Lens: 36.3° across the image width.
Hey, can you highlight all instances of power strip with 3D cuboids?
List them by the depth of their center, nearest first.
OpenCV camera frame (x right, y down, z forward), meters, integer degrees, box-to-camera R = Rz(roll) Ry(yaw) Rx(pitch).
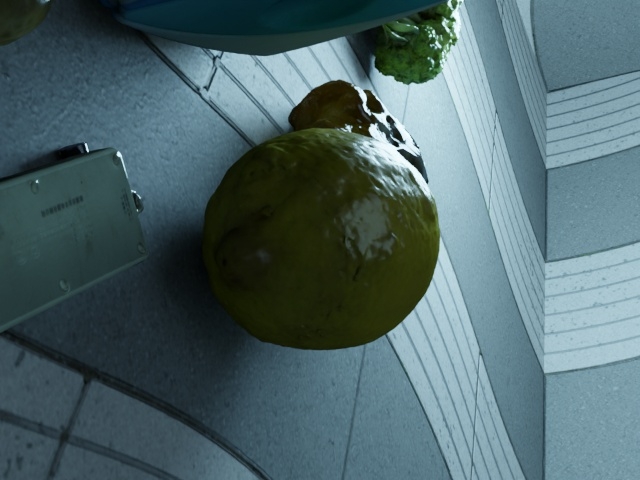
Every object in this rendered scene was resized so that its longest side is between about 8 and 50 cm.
[{"bbox_3d":[-0.250,0.015,0.710,0.367,0.043,0.106,-33,111,-61],"label":"power strip"}]

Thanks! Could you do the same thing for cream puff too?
[{"bbox_3d":[0.052,-0.095,1.331,0.269,0.155,0.241,47,38,-48],"label":"cream puff"}]

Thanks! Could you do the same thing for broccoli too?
[{"bbox_3d":[0.142,-0.437,1.648,0.302,0.186,0.254,62,35,-45],"label":"broccoli"}]

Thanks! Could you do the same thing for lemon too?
[{"bbox_3d":[0.000,0.000,1.063,0.320,0.245,0.245,-9,89,-57],"label":"lemon"}]

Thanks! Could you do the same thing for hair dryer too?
[{"bbox_3d":[-0.225,-0.054,0.848,0.083,0.026,0.047,-39,115,-60],"label":"hair dryer"}]

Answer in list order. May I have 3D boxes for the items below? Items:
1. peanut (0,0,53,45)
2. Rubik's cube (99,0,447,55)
[{"bbox_3d":[-0.252,-0.221,0.772,0.229,0.103,0.098,-71,-176,-49],"label":"peanut"},{"bbox_3d":[-0.037,-0.407,1.012,0.352,0.347,0.352,2,76,-63],"label":"Rubik's cube"}]
